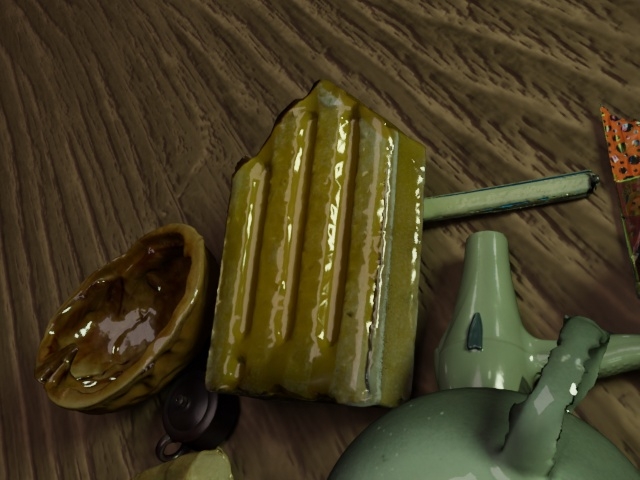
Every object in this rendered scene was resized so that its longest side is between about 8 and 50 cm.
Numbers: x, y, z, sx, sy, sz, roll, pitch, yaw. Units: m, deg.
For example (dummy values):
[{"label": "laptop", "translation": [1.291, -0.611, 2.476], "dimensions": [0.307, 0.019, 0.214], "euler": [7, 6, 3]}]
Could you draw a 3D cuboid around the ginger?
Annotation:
[{"label": "ginger", "translation": [-0.139, 0.245, 0.567], "dimensions": [0.095, 0.069, 0.190], "euler": [25, 77, 18]}]

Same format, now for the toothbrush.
[{"label": "toothbrush", "translation": [0.080, -0.024, 0.597], "dimensions": [0.294, 0.028, 0.026], "euler": [-10, 74, 32]}]

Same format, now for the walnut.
[{"label": "walnut", "translation": [-0.164, 0.085, 0.673], "dimensions": [0.211, 0.087, 0.167], "euler": [-37, 40, 10]}]

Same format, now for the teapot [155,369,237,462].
[{"label": "teapot", "translation": [-0.112, 0.149, 0.622], "dimensions": [0.068, 0.045, 0.100], "euler": [29, 81, 46]}]

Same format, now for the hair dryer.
[{"label": "hair dryer", "translation": [0.168, 0.045, 0.479], "dimensions": [0.199, 0.067, 0.167], "euler": [-19, 47, 14]}]

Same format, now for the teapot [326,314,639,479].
[{"label": "teapot", "translation": [0.082, 0.175, 0.366], "dimensions": [0.193, 0.129, 0.295], "euler": [23, 101, 24]}]

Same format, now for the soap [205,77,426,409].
[{"label": "soap", "translation": [0.000, 0.000, 0.575], "dimensions": [0.160, 0.080, 0.258], "euler": [-3, 72, 34]}]

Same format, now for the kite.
[{"label": "kite", "translation": [0.248, -0.012, 0.477], "dimensions": [0.125, 0.008, 0.222], "euler": [-53, 45, -2]}]
